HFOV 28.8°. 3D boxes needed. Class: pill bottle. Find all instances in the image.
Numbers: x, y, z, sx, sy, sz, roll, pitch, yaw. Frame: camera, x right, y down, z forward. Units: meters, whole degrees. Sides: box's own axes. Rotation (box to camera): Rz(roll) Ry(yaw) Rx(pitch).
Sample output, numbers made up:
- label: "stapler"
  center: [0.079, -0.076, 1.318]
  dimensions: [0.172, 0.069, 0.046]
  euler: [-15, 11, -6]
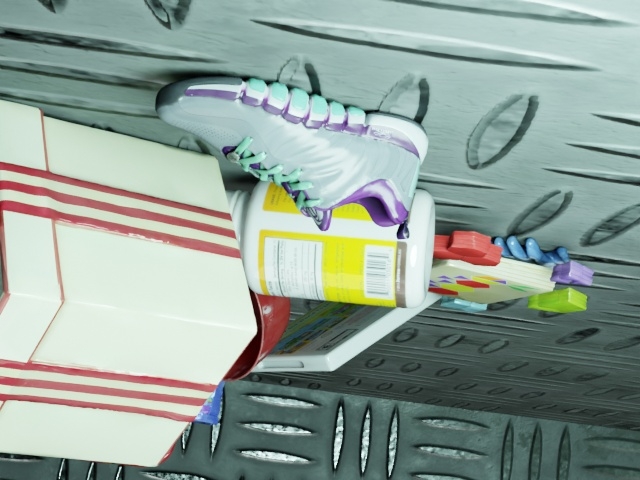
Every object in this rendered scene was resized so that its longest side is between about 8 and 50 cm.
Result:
- label: "pill bottle"
  center: [0.000, 0.000, 1.216]
  dimensions: [0.215, 0.117, 0.117]
  euler: [6, 168, 10]

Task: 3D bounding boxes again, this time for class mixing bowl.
- label: "mixing bowl"
  center: [-0.104, 0.082, 1.620]
  dimensions: [0.181, 0.181, 0.098]
  euler: [-5, -171, 45]

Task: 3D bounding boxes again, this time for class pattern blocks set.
- label: "pattern blocks set"
  center: [0.174, 0.041, 1.426]
  dimensions: [0.285, 0.026, 0.325]
  euler: [16, 166, -27]

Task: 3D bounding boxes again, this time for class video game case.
- label: "video game case"
  center: [0.027, 0.114, 1.664]
  dimensions: [0.227, 0.026, 0.206]
  euler: [-31, -166, -36]

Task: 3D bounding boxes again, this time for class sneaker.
- label: "sneaker"
  center: [-0.022, -0.063, 0.974]
  dimensions: [0.224, 0.098, 0.083]
  euler: [10, 168, -16]

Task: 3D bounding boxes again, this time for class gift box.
- label: "gift box"
  center: [-0.242, 0.037, 1.131]
  dimensions: [0.258, 0.276, 0.255]
  euler: [11, 128, -31]

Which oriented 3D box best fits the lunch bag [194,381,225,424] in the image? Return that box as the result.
- label: "lunch bag"
  center: [-0.255, 0.139, 1.781]
  dimensions: [0.293, 0.221, 0.138]
  euler: [5, 169, 11]

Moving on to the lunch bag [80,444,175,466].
- label: "lunch bag"
  center: [-0.300, 0.197, 1.921]
  dimensions: [0.258, 0.293, 0.120]
  euler: [7, 164, 5]

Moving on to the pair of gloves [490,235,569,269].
- label: "pair of gloves"
  center: [0.198, 0.022, 1.441]
  dimensions: [0.198, 0.023, 0.159]
  euler: [1, 167, 29]
